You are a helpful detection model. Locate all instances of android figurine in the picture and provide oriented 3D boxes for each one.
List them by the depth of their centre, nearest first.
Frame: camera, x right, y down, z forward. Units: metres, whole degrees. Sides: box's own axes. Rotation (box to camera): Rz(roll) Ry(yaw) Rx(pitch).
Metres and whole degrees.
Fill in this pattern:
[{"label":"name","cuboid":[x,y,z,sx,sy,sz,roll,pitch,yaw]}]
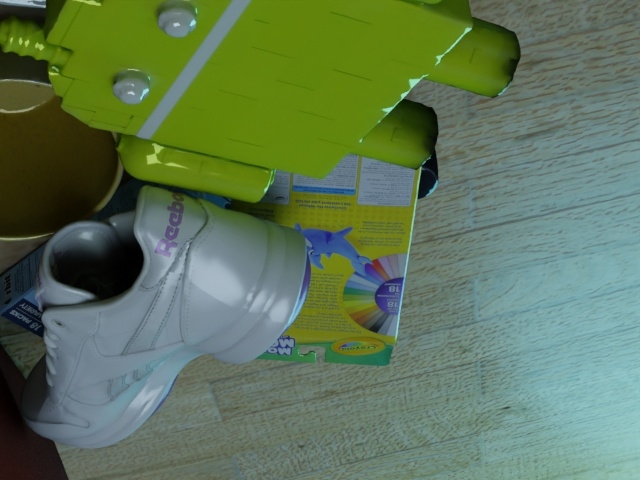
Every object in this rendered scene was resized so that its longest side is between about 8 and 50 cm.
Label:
[{"label":"android figurine","cuboid":[-0.034,-0.104,0.665,0.272,0.056,0.248,11,148,-30]}]

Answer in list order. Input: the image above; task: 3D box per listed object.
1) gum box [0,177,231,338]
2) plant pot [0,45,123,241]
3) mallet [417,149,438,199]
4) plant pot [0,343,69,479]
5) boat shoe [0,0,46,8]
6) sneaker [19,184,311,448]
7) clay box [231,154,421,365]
[{"label":"gum box","cuboid":[-0.130,0.031,0.950,0.184,0.041,0.157,-33,135,20]},{"label":"plant pot","cuboid":[-0.196,-0.079,0.773,0.134,0.095,0.134,-7,137,-7]},{"label":"mallet","cuboid":[-0.003,-0.084,0.873,0.189,0.062,0.039,19,132,-12]},{"label":"plant pot","cuboid":[-0.330,0.179,0.911,0.267,0.236,0.267,-16,138,3]},{"label":"boat shoe","cuboid":[-0.063,-0.181,0.693,0.302,0.103,0.113,-12,139,-1]},{"label":"sneaker","cuboid":[-0.144,0.047,0.833,0.152,0.114,0.305,26,138,-29]},{"label":"clay box","cuboid":[0.000,0.000,0.871,0.127,0.053,0.222,4,134,-1]}]
